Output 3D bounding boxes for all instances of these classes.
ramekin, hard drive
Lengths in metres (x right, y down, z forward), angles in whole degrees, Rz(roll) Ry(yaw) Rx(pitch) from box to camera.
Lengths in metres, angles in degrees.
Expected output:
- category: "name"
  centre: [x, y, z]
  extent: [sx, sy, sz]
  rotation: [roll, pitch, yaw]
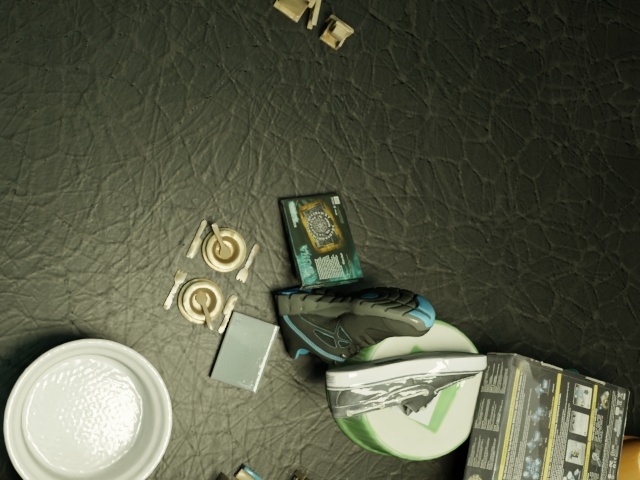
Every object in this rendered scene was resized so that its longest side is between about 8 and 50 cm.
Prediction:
- category: "ramekin"
  centre: [0.176, 0.284, 1.751]
  extent: [0.303, 0.148, 0.303]
  rotation: [0, 89, -18]
- category: "ramekin"
  centre: [-0.409, 0.310, 1.564]
  extent: [0.277, 0.135, 0.277]
  rotation: [2, 84, -19]
- category: "hard drive"
  centre: [-0.145, 0.214, 1.708]
  extent: [0.094, 0.022, 0.135]
  rotation: [19, 83, -5]

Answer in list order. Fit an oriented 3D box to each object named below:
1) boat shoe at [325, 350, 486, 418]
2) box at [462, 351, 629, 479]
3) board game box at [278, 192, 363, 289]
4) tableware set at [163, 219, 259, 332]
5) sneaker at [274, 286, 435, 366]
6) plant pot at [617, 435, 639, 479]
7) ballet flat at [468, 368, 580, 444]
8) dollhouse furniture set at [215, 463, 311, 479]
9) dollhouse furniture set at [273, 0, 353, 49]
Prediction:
- category: "boat shoe"
  centre: [0.160, 0.264, 1.613]
  extent: [0.301, 0.108, 0.102]
  rotation: [-7, 91, -15]
- category: "box"
  centre: [0.431, 0.443, 1.713]
  extent: [0.318, 0.097, 0.394]
  rotation: [19, 76, -28]
- category: "board game box"
  centre: [0.000, 0.000, 1.726]
  extent: [0.126, 0.026, 0.186]
  rotation: [-6, 66, -19]
- category: "tableware set"
  centre: [-0.203, 0.067, 1.692]
  extent: [0.128, 0.039, 0.194]
  rotation: [25, 82, -16]
- category: "sneaker"
  centre: [0.067, 0.160, 1.651]
  extent: [0.125, 0.341, 0.139]
  rotation: [-12, 100, -49]
- category: "plant pot"
  centre: [0.676, 0.494, 1.849]
  extent: [0.205, 0.188, 0.205]
  rotation: [5, 63, -9]
- category: "ballet flat"
  centre: [0.437, 0.375, 1.870]
  extent: [0.280, 0.095, 0.096]
  rotation: [-30, 108, -6]
- category: "dollhouse furniture set"
  centre: [-0.086, 0.480, 1.673]
  extent: [0.184, 0.129, 0.129]
  rotation: [41, 77, -13]
- category: "dollhouse furniture set"
  centre: [0.022, -0.466, 1.701]
  extent: [0.161, 0.182, 0.101]
  rotation: [33, 79, -14]
